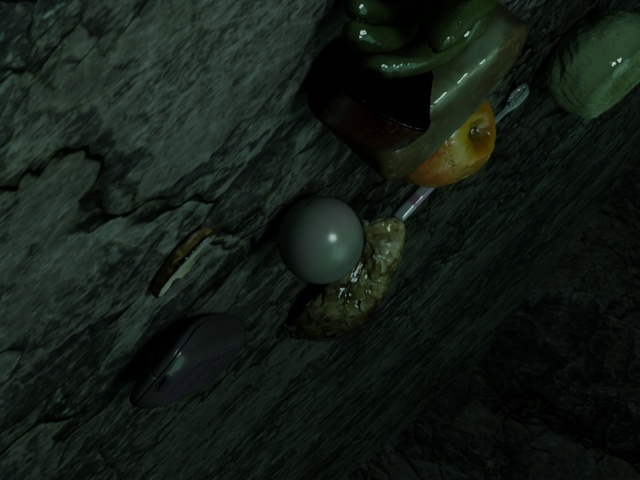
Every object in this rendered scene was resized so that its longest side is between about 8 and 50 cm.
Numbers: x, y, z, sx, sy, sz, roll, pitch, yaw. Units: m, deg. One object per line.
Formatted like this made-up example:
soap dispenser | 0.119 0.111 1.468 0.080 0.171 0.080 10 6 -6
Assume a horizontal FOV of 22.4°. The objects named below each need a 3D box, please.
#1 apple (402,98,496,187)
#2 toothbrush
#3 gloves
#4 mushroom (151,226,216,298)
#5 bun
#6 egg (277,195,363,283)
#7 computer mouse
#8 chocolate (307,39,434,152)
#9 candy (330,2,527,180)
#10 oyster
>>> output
apple | 0.139 -0.132 1.897 0.146 0.146 0.146 -44 167 -13
toothbrush | 0.210 -0.132 2.393 0.286 0.020 0.025 -45 158 -10
gloves | 0.122 -0.244 1.587 0.268 0.135 0.107 -42 125 -28
mushroom | -0.148 0.024 1.717 0.101 0.019 0.049 -49 166 18
bun | 0.422 -0.276 2.427 0.195 0.118 0.195 -38 163 -14
egg | 0.000 0.000 1.927 0.103 0.103 0.135 -45 169 -11
computer mouse | -0.161 0.143 1.944 0.120 0.057 0.232 -51 169 15
chocolate | 0.055 -0.149 1.668 0.080 0.125 0.149 -37 -179 41
candy | 0.122 -0.177 1.789 0.234 0.104 0.102 -43 162 -14
oyster | 0.038 0.080 2.338 0.166 0.094 0.294 -50 176 -27
